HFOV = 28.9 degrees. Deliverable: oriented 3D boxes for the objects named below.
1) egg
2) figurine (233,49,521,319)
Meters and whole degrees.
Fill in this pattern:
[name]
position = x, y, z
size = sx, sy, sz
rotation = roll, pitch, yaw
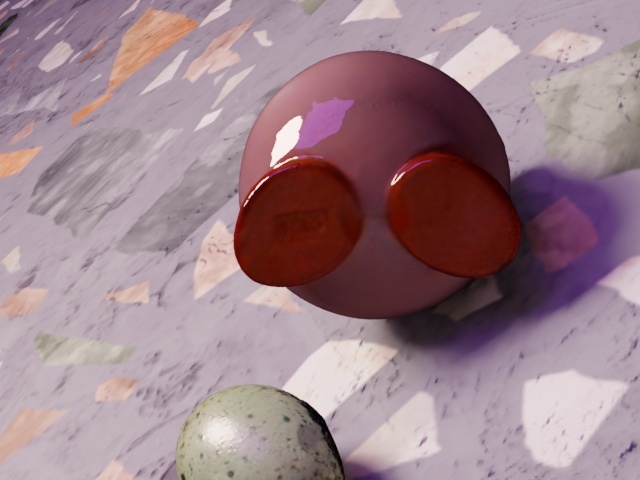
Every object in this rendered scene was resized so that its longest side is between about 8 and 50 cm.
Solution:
[egg]
position = -0.032, 0.123, 0.683
size = 0.110, 0.085, 0.085
rotation = 2, 47, 50
[figurine]
position = 0.032, -0.034, 0.765
size = 0.173, 0.173, 0.173
rotation = -30, 27, 17
